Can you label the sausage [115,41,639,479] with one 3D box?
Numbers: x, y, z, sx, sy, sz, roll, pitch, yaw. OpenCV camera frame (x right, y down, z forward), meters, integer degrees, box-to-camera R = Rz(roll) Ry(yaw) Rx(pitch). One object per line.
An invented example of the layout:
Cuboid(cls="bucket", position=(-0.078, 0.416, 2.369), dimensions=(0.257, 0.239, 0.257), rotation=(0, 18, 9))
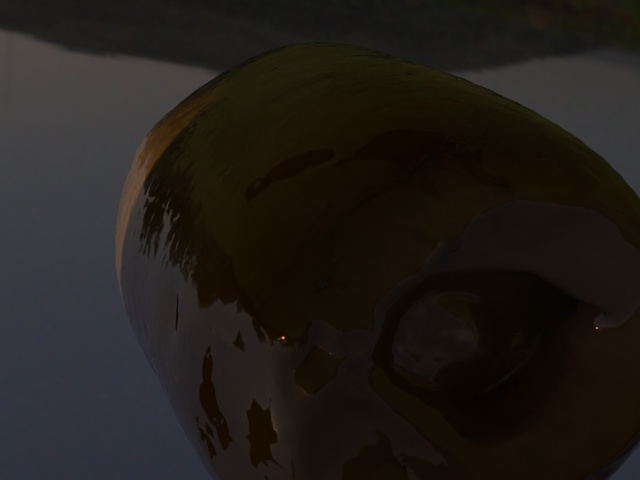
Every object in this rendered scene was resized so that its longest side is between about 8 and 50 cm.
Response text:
Cuboid(cls="sausage", position=(-0.004, -0.003, 0.509), dimensions=(0.116, 0.134, 0.354), rotation=(41, 179, -17))
